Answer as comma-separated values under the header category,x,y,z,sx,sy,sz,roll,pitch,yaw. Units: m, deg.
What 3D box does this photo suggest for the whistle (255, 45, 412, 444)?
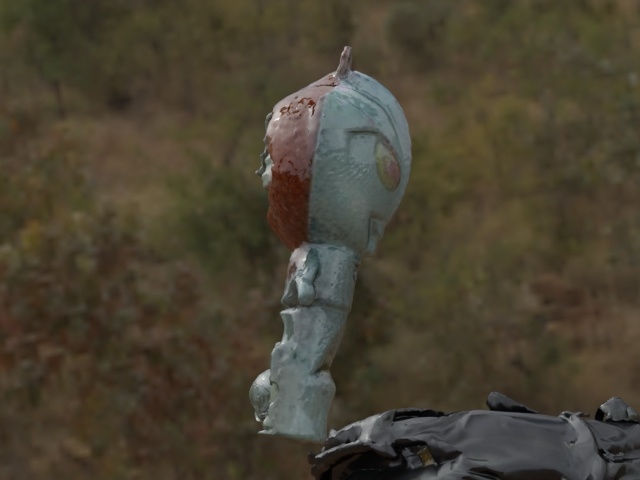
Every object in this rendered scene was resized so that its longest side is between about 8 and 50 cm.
category,x,y,z,sx,sy,sz,roll,pitch,yaw
whistle,-0.001,0.000,1.694,0.134,0.346,0.142,12,-9,-13

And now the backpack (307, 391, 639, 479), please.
category,x,y,z,sx,sy,sz,roll,pitch,yaw
backpack,0.117,0.176,1.297,0.258,0.133,0.206,15,-36,-23

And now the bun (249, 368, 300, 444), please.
category,x,y,z,sx,sy,sz,roll,pitch,yaw
bun,-0.032,0.156,1.810,0.083,0.083,0.045,-2,37,48
